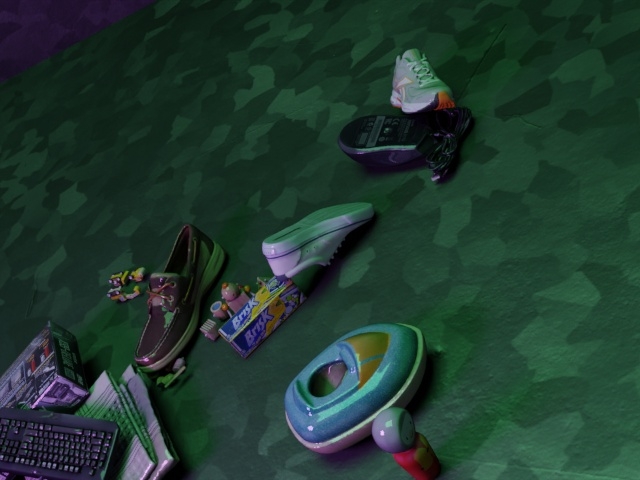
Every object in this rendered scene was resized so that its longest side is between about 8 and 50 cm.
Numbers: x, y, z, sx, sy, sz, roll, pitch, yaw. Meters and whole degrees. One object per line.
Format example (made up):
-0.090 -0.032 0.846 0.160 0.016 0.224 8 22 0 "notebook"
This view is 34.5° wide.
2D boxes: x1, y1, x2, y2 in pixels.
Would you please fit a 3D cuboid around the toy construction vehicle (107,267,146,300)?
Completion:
-0.437 0.101 2.324 0.098 0.035 0.086 -16 30 23 "toy construction vehicle"

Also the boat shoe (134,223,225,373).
-0.310 0.111 2.117 0.123 0.123 0.342 -9 44 40 "boat shoe"

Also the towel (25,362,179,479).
-0.422 0.411 1.921 0.324 0.056 0.312 -45 37 4 "towel"

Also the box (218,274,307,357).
-0.111 0.142 1.979 0.169 0.059 0.054 -44 37 -9 "box"

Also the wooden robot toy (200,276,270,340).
-0.180 0.113 2.052 0.173 0.079 0.076 -40 37 -4 "wooden robot toy"

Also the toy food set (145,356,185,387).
-0.304 0.257 2.053 0.078 0.019 0.122 -45 29 -11 "toy food set"

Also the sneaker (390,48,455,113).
0.198 -0.328 2.105 0.099 0.121 0.262 -10 15 -13 "sneaker"

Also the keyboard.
-0.513 0.415 1.895 0.317 0.033 0.201 0 72 30 "keyboard"

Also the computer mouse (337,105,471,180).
0.166 -0.193 2.109 0.272 0.072 0.188 5 51 27 "computer mouse"

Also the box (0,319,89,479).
-0.610 0.343 2.099 0.307 0.076 0.242 -49 29 5 "box"

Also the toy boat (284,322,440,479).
0.079 0.249 1.632 0.267 0.148 0.318 -40 36 -3 "toy boat"

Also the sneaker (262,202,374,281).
0.000 0.000 2.003 0.258 0.091 0.094 -25 22 -28 "sneaker"
